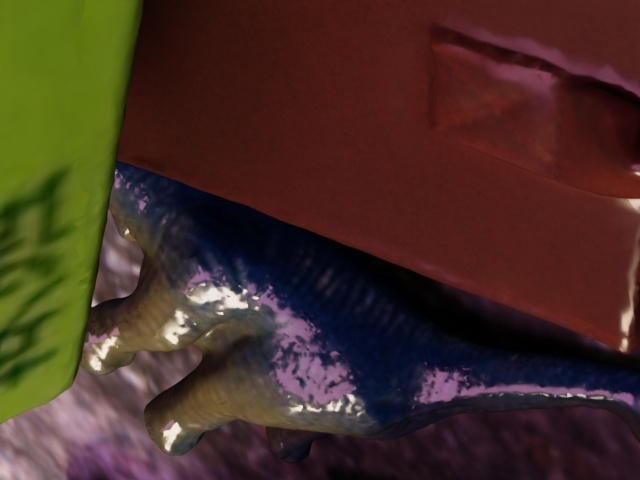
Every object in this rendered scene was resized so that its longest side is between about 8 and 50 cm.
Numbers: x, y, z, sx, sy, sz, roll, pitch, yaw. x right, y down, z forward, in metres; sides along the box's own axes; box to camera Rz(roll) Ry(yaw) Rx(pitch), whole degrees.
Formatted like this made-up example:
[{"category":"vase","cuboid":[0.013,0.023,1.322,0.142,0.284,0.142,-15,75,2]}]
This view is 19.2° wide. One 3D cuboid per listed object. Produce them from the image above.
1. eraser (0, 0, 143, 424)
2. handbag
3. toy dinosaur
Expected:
[{"category":"eraser","cuboid":[-0.119,-0.098,0.436,0.210,0.092,0.274,55,152,21]},{"category":"handbag","cuboid":[-0.008,-0.126,0.487,0.275,0.084,0.260,24,133,27]},{"category":"toy dinosaur","cuboid":[0.000,0.000,0.613,0.188,0.075,0.247,-27,97,41]}]
